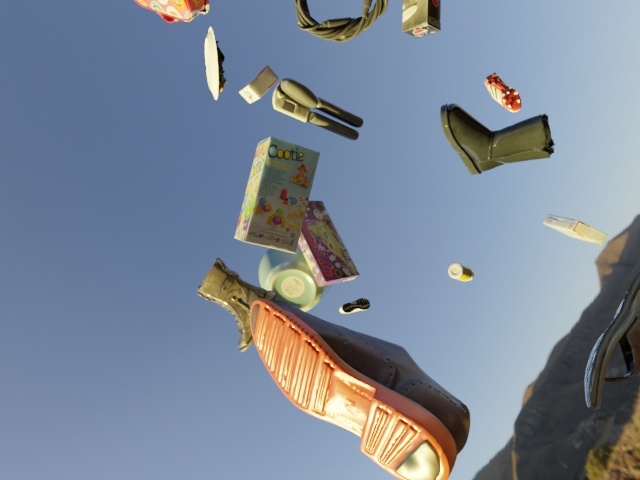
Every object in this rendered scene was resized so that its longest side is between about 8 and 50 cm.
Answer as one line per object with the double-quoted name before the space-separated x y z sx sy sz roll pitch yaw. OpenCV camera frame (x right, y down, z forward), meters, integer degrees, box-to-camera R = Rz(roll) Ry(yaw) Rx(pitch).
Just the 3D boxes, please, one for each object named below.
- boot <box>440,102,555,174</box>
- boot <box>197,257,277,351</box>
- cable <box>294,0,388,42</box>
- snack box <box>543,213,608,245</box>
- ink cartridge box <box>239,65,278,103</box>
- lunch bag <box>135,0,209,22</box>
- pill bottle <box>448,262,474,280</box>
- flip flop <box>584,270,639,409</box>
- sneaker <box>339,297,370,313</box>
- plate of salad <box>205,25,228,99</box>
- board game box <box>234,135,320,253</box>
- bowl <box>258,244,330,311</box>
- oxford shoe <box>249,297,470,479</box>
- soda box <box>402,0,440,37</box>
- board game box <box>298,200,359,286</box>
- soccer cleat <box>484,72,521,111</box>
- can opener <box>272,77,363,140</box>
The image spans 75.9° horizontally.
"boot" 0.426 -0.264 0.980 0.246 0.207 0.094 40 -129 -38
"boot" -0.275 0.200 1.270 0.262 0.229 0.091 -64 1 20
"cable" 0.037 -0.458 0.775 0.185 0.047 0.150 -35 -66 19
"snack box" 0.732 -0.033 1.185 0.100 0.141 0.037 25 -81 -8
"ink cartridge box" -0.234 -0.584 1.545 0.063 0.150 0.109 44 -99 -24
"lunch bag" -0.475 -0.779 1.219 0.120 0.293 0.258 -52 -21 -25
"pill bottle" 0.582 0.133 1.686 0.117 0.065 0.065 17 -85 -42
"flip flop" 0.546 0.177 0.724 0.276 0.080 0.112 -58 -33 -5
"sneaker" 0.108 0.209 1.312 0.109 0.044 0.040 -5 -105 -25
"plate of salad" -0.307 -0.520 1.212 0.048 0.200 0.199 -7 -64 -19
"board game box" -0.121 -0.119 1.109 0.145 0.142 0.274 15 -91 -22
"bowl" -0.102 0.165 1.627 0.163 0.313 0.310 -89 -1 -72
"oxford shoe" 0.031 0.143 0.456 0.099 0.272 0.096 -21 -45 -49
"soda box" 0.200 -0.498 0.807 0.053 0.060 0.168 -8 -80 -47
"board game box" 0.000 0.000 1.545 0.208 0.346 0.056 -8 -25 -46
"soccer cleat" 0.297 -0.236 0.666 0.029 0.083 0.036 -34 -26 11
"can opener" 0.002 -0.325 1.048 0.281 0.093 0.074 13 -78 -40
